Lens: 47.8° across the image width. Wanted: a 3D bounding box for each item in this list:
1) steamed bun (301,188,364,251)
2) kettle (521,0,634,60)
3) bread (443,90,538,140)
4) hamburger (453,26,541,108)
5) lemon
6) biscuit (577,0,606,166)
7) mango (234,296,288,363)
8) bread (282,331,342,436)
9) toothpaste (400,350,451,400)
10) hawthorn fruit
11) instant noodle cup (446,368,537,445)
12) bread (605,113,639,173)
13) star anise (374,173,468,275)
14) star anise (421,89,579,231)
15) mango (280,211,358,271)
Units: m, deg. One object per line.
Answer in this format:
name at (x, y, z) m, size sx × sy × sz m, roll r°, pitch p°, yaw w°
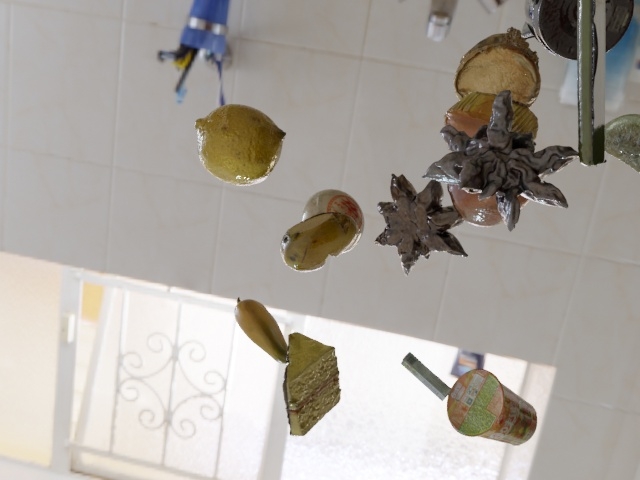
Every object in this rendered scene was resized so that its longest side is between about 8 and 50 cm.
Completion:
steamed bun at (0.053, -0.074, 2.493) m, size 0.232 × 0.231 × 0.145 m, roll 0°, pitch 161°, yaw -27°
kettle at (0.556, -0.549, 1.629) m, size 0.208 × 0.250 × 0.271 m, roll 4°, pitch -158°, yaw -4°
bread at (0.367, -0.245, 1.588) m, size 0.191 × 0.132 × 0.114 m, roll 28°, pitch -118°, yaw 35°
hamburger at (0.512, -0.470, 2.090) m, size 0.243 × 0.285 × 0.146 m, roll 11°, pitch -157°, yaw 11°
lemon at (-0.237, -0.277, 2.069) m, size 0.254 × 0.228 × 0.228 m, roll 23°, pitch -161°, yaw 8°
biscuit at (0.445, -0.282, 1.187) m, size 0.038 × 0.322 × 0.099 m, roll 2°, pitch -167°, yaw 33°
mango at (-0.216, 0.331, 2.677) m, size 0.317 × 0.119 × 0.176 m, roll 51°, pitch -179°, yaw 26°
bread at (-0.079, 0.468, 2.351) m, size 0.199 × 0.263 × 0.236 m, roll 14°, pitch -142°, yaw 30°
toothpaste at (0.302, 0.389, 2.075) m, size 0.164 × 0.046 × 0.034 m, roll 41°, pitch -114°, yaw 16°
hawthorn fruit at (0.438, -0.138, 1.757) m, size 0.200 × 0.199 × 0.251 m, roll -5°, pitch 177°, yaw -39°
instant noodle cup at (0.425, 0.414, 1.736) m, size 0.185 × 0.168 × 0.168 m, roll 29°, pitch -177°, yaw -35°
bread at (0.634, -0.185, 1.412) m, size 0.036 × 0.112 × 0.193 m, roll -30°, pitch -122°, yaw -32°
star anise at (0.276, -0.035, 2.023) m, size 0.315 × 0.315 × 0.108 m, roll 20°, pitch -158°, yaw 33°
star anise at (0.315, -0.135, 1.280) m, size 0.283 × 0.212 × 0.129 m, roll 45°, pitch 170°, yaw 25°
mango at (0.000, 0.000, 2.214) m, size 0.262 × 0.167 × 0.130 m, roll -29°, pitch -139°, yaw -14°
